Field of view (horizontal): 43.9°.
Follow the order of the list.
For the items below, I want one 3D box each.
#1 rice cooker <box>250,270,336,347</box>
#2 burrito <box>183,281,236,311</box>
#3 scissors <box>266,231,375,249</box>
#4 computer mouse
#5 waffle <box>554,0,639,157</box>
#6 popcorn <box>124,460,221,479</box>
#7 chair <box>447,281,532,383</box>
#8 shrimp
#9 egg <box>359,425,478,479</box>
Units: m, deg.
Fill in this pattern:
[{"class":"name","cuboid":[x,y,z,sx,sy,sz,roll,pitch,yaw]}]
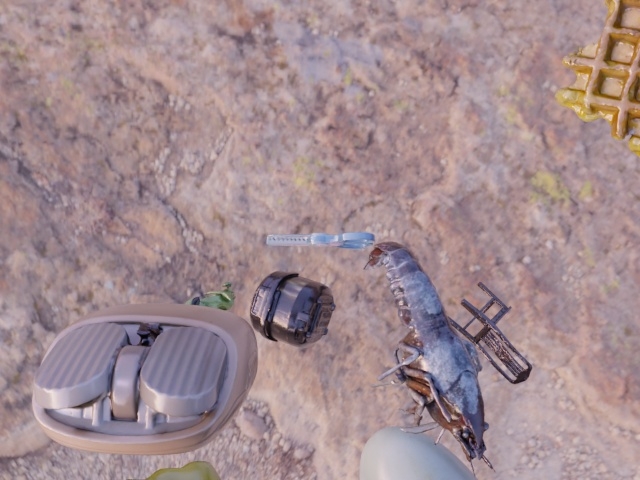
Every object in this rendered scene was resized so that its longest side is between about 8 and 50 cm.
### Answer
[{"class":"rice cooker","cuboid":[-0.041,0.107,1.234,0.107,0.165,0.112,18,91,15]},{"class":"burrito","cuboid":[-0.248,0.138,1.285,0.288,0.104,0.054,-24,87,-34]},{"class":"scissors","cuboid":[0.000,0.000,1.894,0.256,0.125,0.030,1,79,-1]},{"class":"computer mouse","cuboid":[-0.122,0.092,0.601,0.145,0.236,0.081,4,94,3]},{"class":"waffle","cuboid":[0.444,-0.253,0.978,0.282,0.058,0.300,42,103,18]},{"class":"popcorn","cuboid":[-0.046,0.241,0.390,0.242,0.234,0.250,-21,38,-31]},{"class":"chair","cuboid":[0.387,0.204,1.731,0.212,0.084,0.101,43,41,11]},{"class":"shrimp","cuboid":[0.179,0.191,1.333,0.222,0.166,0.410,-10,83,-31]},{"class":"egg","cuboid":[0.209,0.519,1.489,0.230,0.230,0.370,-25,71,-22]}]
